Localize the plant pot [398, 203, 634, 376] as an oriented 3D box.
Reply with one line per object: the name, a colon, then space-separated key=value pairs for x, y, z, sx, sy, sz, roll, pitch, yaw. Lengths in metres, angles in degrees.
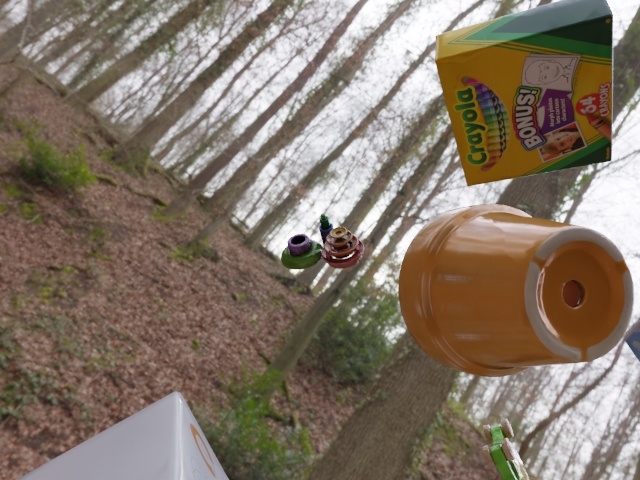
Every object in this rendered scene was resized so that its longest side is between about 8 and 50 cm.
plant pot: x=0.217 y=0.054 z=0.605 sx=0.205 sy=0.205 sz=0.188 roll=43 pitch=-14 yaw=-10

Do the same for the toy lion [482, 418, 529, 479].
toy lion: x=0.234 y=0.277 z=0.680 sx=0.034 sy=0.100 sz=0.096 roll=-27 pitch=-94 yaw=18

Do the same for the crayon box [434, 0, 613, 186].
crayon box: x=0.433 y=-0.293 z=1.168 sx=0.313 sy=0.106 sz=0.363 roll=-10 pitch=-42 yaw=20

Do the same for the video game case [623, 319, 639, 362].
video game case: x=0.632 y=0.179 z=0.939 sx=0.023 sy=0.193 sz=0.212 roll=1 pitch=-47 yaw=-16

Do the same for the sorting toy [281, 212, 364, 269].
sorting toy: x=0.000 y=0.000 z=0.629 sx=0.102 sy=0.061 sz=0.042 roll=0 pitch=-53 yaw=21

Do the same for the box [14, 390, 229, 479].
box: x=-0.115 y=0.268 z=0.341 sx=0.215 sy=0.168 sz=0.345 roll=64 pitch=-12 yaw=-6
